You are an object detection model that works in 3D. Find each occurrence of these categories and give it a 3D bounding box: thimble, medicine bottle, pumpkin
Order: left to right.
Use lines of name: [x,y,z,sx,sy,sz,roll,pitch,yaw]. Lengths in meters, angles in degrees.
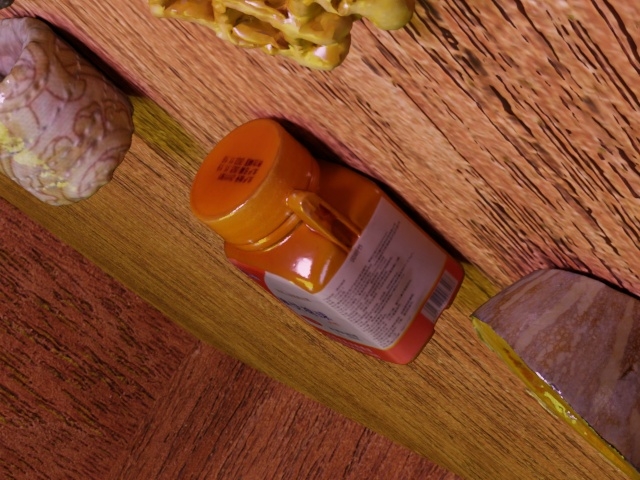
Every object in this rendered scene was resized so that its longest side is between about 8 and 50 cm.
thimble: [-0.276,-0.128,1.136,0.143,0.137,0.190,41,177,-35]
medicine bottle: [0.000,0.001,0.997,0.222,0.112,0.149,40,166,-35]
pumpkin: [0.216,0.098,0.892,0.217,0.110,0.217,38,180,0]

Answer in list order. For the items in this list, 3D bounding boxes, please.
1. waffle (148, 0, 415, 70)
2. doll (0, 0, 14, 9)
waffle: [-0.101,-0.179,0.543,0.283,0.065,0.309,3,153,43]
doll: [-0.435,-0.254,0.974,0.340,0.158,0.246,30,-179,-4]
